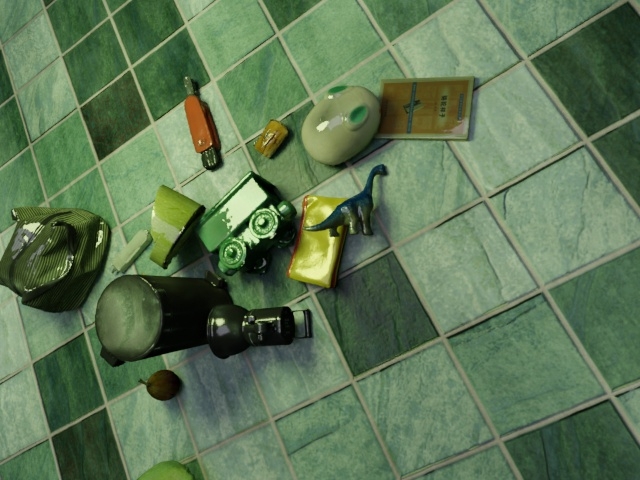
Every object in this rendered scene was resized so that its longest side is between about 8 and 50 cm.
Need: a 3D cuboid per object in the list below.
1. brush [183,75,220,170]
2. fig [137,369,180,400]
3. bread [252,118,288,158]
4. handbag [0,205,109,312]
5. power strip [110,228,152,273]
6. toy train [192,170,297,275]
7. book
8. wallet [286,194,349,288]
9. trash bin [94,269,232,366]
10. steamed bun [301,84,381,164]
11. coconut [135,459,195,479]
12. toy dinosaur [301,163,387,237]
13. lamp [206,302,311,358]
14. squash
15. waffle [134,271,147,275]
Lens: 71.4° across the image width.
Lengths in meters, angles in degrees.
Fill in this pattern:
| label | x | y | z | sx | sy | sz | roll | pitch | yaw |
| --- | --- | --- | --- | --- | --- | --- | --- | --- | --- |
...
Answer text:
| label | x | y | z | sx | sy | sz | roll | pitch | yaw |
| --- | --- | --- | --- | --- | --- | --- | --- | --- | --- |
| brush | -0.367 | -0.366 | 1.374 | 0.070 | 0.051 | 0.323 | -22 | 78 | 23 |
| fig | -0.455 | 0.405 | 1.242 | 0.089 | 0.125 | 0.088 | -5 | 75 | 21 |
| bread | -0.142 | -0.294 | 1.276 | 0.072 | 0.053 | 0.106 | 43 | 103 | 24 |
| handbag | -0.840 | 0.050 | 1.380 | 0.248 | 0.240 | 0.340 | 22 | 88 | 17 |
| power strip | -0.597 | 0.037 | 1.401 | 0.191 | 0.030 | 0.047 | -46 | 71 | 8 |
| toy train | -0.192 | -0.032 | 1.205 | 0.266 | 0.145 | 0.201 | -42 | 67 | 9 |
| book | 0.264 | -0.342 | 1.153 | 0.242 | 0.018 | 0.170 | 5 | 84 | 21 |
| wallet | 0.000 | 0.000 | 1.177 | 0.141 | 0.067 | 0.241 | 9 | 80 | 25 |
| trash bin | -0.391 | 0.193 | 1.160 | 0.203 | 0.302 | 0.251 | 32 | 97 | 21 |
| steamed bun | 0.047 | -0.308 | 1.161 | 0.228 | 0.131 | 0.177 | -35 | 66 | 17 |
| coconut | -0.410 | 0.701 | 1.141 | 0.236 | 0.204 | 0.235 | 8 | 114 | 18 |
| toy dinosaur | 0.068 | -0.100 | 1.113 | 0.248 | 0.075 | 0.188 | -5 | 83 | -21 |
| lamp | -0.159 | 0.223 | 1.141 | 0.228 | 0.172 | 0.146 | -9 | 77 | 20 |
| squash | -0.423 | -0.030 | 1.239 | 0.133 | 0.220 | 0.220 | 25 | 91 | -11 |
| waffle | -0.540 | 0.200 | 1.328 | 0.197 | 0.070 | 0.192 | 25 | 95 | 25 |
